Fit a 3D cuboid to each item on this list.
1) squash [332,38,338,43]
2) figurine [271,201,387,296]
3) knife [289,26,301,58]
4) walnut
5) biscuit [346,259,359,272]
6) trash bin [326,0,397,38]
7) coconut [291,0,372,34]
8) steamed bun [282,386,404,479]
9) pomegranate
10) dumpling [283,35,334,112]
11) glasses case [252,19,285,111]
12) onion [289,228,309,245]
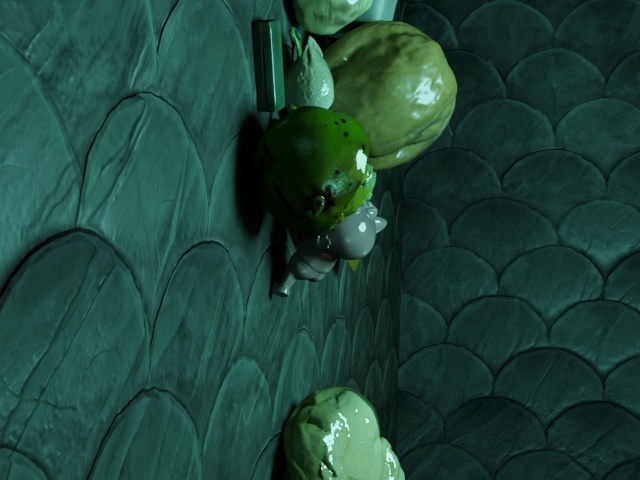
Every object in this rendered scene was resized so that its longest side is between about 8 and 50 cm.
[{"bbox_3d":[0.087,-0.564,2.392,0.123,0.123,0.186,73,28,-53],"label":"squash"},{"bbox_3d":[0.000,0.000,1.893,0.176,0.287,0.186,18,32,-47],"label":"figurine"},{"bbox_3d":[-0.058,-0.418,1.994,0.078,0.023,0.166,3,87,-71],"label":"knife"},{"bbox_3d":[0.152,-0.368,2.128,0.383,0.384,0.383,2,90,-76],"label":"walnut"},{"bbox_3d":[0.096,-0.053,2.439,0.237,0.013,0.232,60,40,-56],"label":"biscuit"},{"bbox_3d":[0.107,-0.731,2.221,0.296,0.256,0.367,20,81,-77],"label":"trash bin"},{"bbox_3d":[0.024,-0.587,1.942,0.224,0.224,0.224,2,90,-76],"label":"coconut"},{"bbox_3d":[0.039,0.557,2.025,0.325,0.230,0.372,-36,97,-47],"label":"steamed bun"},{"bbox_3d":[-0.026,-0.165,1.742,0.340,0.261,0.260,-120,-165,-48],"label":"pomegranate"},{"bbox_3d":[-0.019,-0.352,1.930,0.166,0.126,0.215,-37,111,-64],"label":"dumpling"},{"bbox_3d":[-0.106,-0.364,1.756,0.078,0.040,0.184,-53,142,-67],"label":"glasses case"},{"bbox_3d":[-0.017,-0.085,2.035,0.205,0.098,0.151,77,21,-45],"label":"onion"}]
